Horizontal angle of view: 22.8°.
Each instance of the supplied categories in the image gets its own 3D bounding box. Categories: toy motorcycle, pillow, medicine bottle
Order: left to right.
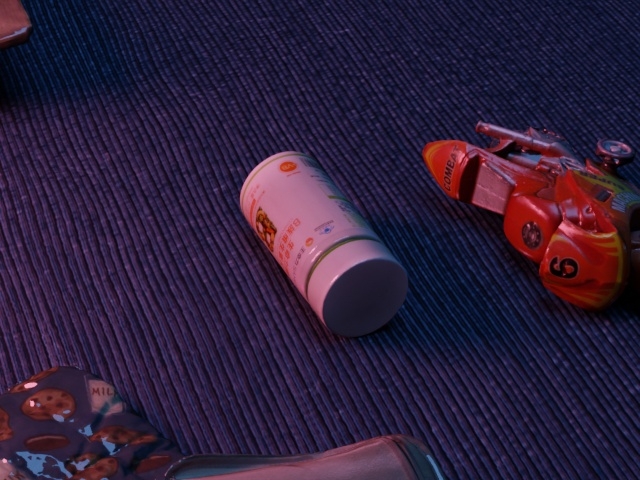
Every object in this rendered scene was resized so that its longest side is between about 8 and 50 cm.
[{"bbox_3d":[-0.182,0.185,1.177,0.189,0.034,0.255,-23,42,-38],"label":"pillow"},{"bbox_3d":[0.000,0.000,1.422,0.086,0.086,0.183,-11,37,-23],"label":"medicine bottle"},{"bbox_3d":[0.005,0.200,1.150,0.233,0.038,0.130,-4,50,-31],"label":"pillow"},{"bbox_3d":[0.237,-0.025,1.492,0.171,0.089,0.298,-18,41,-29],"label":"toy motorcycle"}]

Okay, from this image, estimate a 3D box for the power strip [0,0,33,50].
[{"bbox_3d":[-0.441,-0.217,1.666,0.251,0.092,0.257,-15,40,-14],"label":"power strip"}]
